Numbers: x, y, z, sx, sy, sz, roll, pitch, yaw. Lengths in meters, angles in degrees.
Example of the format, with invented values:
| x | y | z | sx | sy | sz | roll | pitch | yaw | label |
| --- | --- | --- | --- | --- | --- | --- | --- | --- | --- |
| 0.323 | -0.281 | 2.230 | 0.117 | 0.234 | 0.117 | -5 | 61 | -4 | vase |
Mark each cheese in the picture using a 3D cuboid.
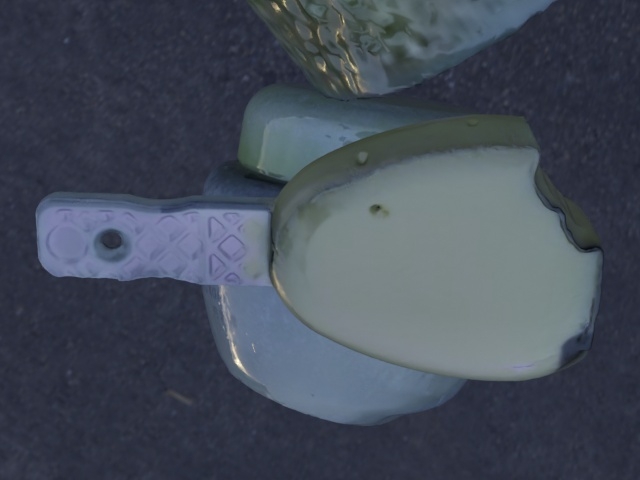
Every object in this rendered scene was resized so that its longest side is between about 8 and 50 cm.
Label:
| x | y | z | sx | sy | sz | roll | pitch | yaw | label |
| --- | --- | --- | --- | --- | --- | --- | --- | --- | --- |
| 0.000 | 0.000 | 0.569 | 0.256 | 0.050 | 0.127 | 3 | 116 | -1 | cheese |

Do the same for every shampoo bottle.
| x | y | z | sx | sy | sz | roll | pitch | yaw | label |
| --- | --- | --- | --- | --- | --- | --- | --- | --- | --- |
| 0.038 | 0.010 | 1.262 | 0.323 | 0.322 | 0.317 | 10 | 102 | 16 | shampoo bottle |

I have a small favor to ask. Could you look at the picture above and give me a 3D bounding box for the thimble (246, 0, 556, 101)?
| x | y | z | sx | sy | sz | roll | pitch | yaw | label |
| --- | --- | --- | --- | --- | --- | --- | --- | --- | --- |
| 0.055 | -0.208 | 0.622 | 0.271 | 0.270 | 0.150 | -23 | 117 | 35 | thimble |
